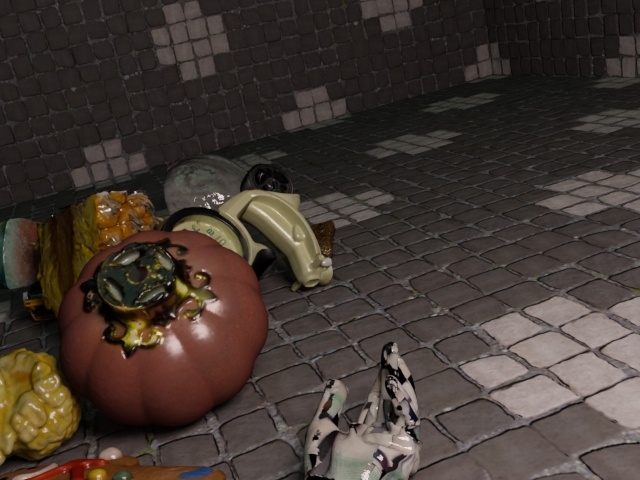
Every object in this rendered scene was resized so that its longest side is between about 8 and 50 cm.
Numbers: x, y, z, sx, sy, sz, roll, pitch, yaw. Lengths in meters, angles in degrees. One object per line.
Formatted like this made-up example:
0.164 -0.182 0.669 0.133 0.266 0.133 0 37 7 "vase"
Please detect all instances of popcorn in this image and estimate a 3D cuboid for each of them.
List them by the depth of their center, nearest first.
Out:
-0.426 0.240 0.981 0.180 0.180 0.170 -1 -11 31 "popcorn"

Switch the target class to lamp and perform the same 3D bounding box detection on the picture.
-0.228 0.110 0.986 0.305 0.239 0.305 -2 55 3 "lamp"

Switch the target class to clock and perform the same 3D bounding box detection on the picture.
-0.129 0.018 1.285 0.379 0.276 0.120 -36 -9 -43 "clock"

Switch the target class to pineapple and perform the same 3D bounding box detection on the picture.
-0.398 0.072 1.337 0.209 0.286 0.344 -4 -8 -41 "pineapple"

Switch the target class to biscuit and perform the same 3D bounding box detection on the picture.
-0.282 0.285 0.788 0.324 0.049 0.205 -11 -3 36 "biscuit"
0.000 0.000 1.569 0.064 0.034 0.199 -11 18 7 "biscuit"

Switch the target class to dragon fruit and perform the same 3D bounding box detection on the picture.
-0.292 -0.142 1.925 0.221 0.204 0.283 -7 20 16 "dragon fruit"

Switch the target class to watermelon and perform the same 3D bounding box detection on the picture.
-0.632 0.027 1.572 0.094 0.154 0.241 2 2 34 "watermelon"

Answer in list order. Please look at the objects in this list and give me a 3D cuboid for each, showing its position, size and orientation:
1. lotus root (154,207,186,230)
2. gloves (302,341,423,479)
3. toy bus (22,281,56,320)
-0.358 0.044 1.575 0.375 0.111 0.390 -27 26 -33 "lotus root"
0.058 0.213 0.788 0.127 0.111 0.212 -30 8 38 "gloves"
-0.610 0.129 1.533 0.069 0.074 0.162 -9 15 -12 "toy bus"
